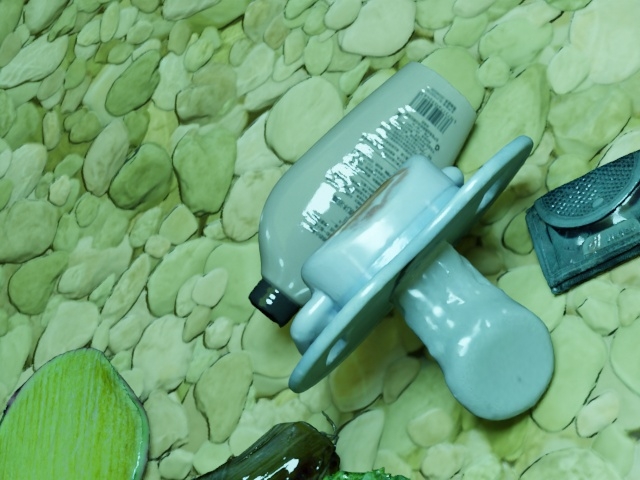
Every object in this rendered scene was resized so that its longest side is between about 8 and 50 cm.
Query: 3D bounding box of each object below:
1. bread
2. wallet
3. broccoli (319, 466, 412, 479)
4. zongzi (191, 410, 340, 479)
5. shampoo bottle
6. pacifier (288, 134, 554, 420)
[{"bbox_3d":[-0.248,0.217,1.509,0.228,0.033,0.229,-21,54,32],"label":"bread"},{"bbox_3d":[0.228,-0.021,1.251,0.129,0.026,0.088,-29,52,25],"label":"wallet"},{"bbox_3d":[0.019,0.297,1.123,0.269,0.241,0.262,-177,93,-70],"label":"broccoli"},{"bbox_3d":[-0.084,0.204,1.273,0.187,0.184,0.084,-51,46,6],"label":"zongzi"},{"bbox_3d":[0.030,-0.034,1.361,0.257,0.127,0.078,-51,15,-6],"label":"shampoo bottle"},{"bbox_3d":[0.103,0.051,1.244,0.207,0.227,0.279,42,75,12],"label":"pacifier"}]
